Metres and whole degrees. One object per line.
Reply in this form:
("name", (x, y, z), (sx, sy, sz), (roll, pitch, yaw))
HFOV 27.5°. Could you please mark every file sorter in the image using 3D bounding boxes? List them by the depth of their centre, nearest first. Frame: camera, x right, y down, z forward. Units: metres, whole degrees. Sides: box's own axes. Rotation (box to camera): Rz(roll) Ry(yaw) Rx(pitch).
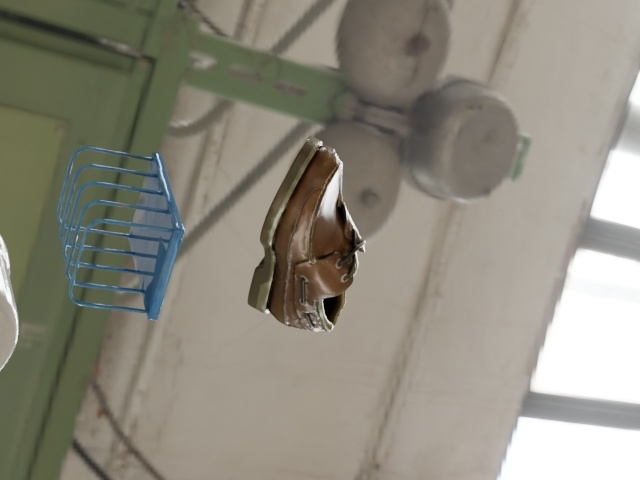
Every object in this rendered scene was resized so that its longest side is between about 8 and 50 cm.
("file sorter", (-0.227, -0.012, 1.447), (0.170, 0.104, 0.118), (-115, -141, -54))

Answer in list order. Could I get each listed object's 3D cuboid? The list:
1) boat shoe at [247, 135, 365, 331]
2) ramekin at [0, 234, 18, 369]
("boat shoe", (0.000, 0.000, 1.374), (0.111, 0.104, 0.307), (-58, 172, -26))
("ramekin", (-0.515, 0.094, 1.648), (0.277, 0.277, 0.135), (-55, -135, 28))
